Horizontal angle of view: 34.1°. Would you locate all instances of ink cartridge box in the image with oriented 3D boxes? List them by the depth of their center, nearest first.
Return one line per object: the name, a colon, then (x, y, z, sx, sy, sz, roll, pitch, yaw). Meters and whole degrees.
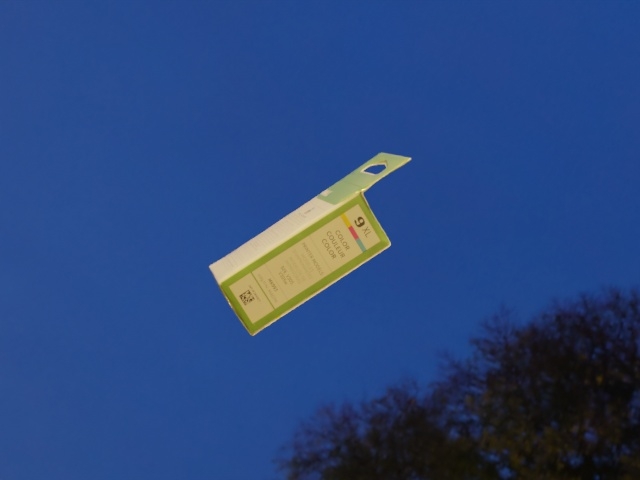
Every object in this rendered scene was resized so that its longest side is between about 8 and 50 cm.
ink cartridge box: (0.000, 0.000, 0.985, 0.062, 0.209, 0.109, 57, -5, -11)
